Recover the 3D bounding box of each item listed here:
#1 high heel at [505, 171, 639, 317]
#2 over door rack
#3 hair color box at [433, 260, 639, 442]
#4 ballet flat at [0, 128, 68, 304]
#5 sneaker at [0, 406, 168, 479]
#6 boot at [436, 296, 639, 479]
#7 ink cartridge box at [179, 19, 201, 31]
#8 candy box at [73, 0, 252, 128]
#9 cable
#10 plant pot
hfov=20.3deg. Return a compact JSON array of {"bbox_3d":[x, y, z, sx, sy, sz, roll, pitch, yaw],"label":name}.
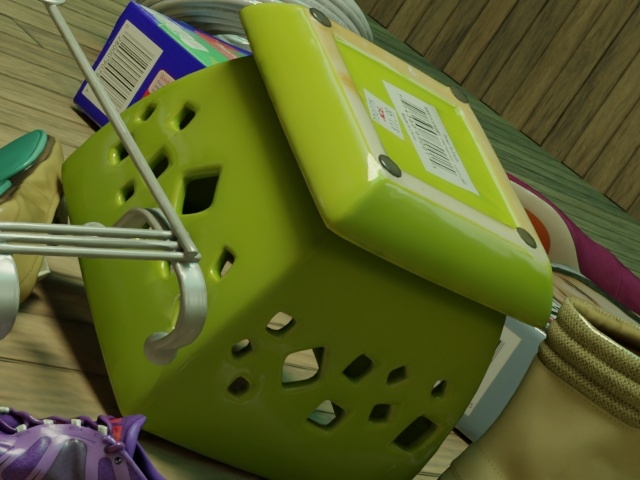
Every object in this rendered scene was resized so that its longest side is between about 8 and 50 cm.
[{"bbox_3d":[0.266,0.031,2.002,0.377,0.127,0.181,48,19,-13],"label":"high heel"},{"bbox_3d":[-0.217,-0.067,0.976,0.240,0.108,0.324,5,48,-34],"label":"over door rack"},{"bbox_3d":[0.194,0.101,1.590,0.185,0.113,0.374,39,12,26],"label":"hair color box"},{"bbox_3d":[-0.197,-0.010,1.138,0.073,0.080,0.232,60,9,-13],"label":"ballet flat"},{"bbox_3d":[-0.121,0.102,0.849,0.170,0.071,0.068,29,13,-17],"label":"sneaker"},{"bbox_3d":[0.210,0.175,1.108,0.262,0.203,0.095,33,12,1],"label":"boot"},{"bbox_3d":[-0.116,-0.154,1.831,0.122,0.088,0.052,32,12,-8],"label":"ink cartridge box"},{"bbox_3d":[-0.028,-0.071,1.658,0.268,0.122,0.317,42,13,35],"label":"candy box"},{"bbox_3d":[-0.074,-0.221,1.917,0.257,0.089,0.257,11,-25,12],"label":"cable"},{"bbox_3d":[0.000,0.000,1.113,0.227,0.207,0.228,25,31,-40],"label":"plant pot"}]
